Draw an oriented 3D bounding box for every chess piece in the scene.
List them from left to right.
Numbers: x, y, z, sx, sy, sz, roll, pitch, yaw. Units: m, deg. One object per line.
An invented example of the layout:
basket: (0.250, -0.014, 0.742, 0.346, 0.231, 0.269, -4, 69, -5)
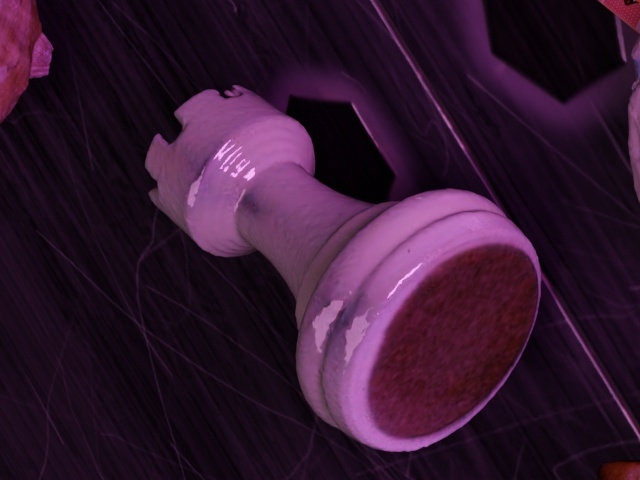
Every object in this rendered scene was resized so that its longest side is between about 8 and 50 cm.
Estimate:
chess piece: (0.000, 0.000, 1.383, 0.299, 0.194, 0.195, 39, 138, 38)

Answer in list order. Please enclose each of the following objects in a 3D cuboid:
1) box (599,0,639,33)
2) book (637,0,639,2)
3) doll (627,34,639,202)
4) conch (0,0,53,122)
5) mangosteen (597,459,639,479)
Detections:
box: (0.202, -0.154, 1.179, 0.083, 0.012, 0.046, 42, 140, 19)
book: (0.338, -0.168, 0.966, 0.374, 0.028, 0.263, 30, 130, 22)
doll: (0.235, -0.055, 1.157, 0.103, 0.071, 0.214, 10, 122, 42)
conch: (-0.332, -0.211, 1.610, 0.324, 0.186, 0.263, -35, 69, 39)
mangosteen: (0.266, 0.164, 1.177, 0.172, 0.184, 0.172, 23, 117, 59)
